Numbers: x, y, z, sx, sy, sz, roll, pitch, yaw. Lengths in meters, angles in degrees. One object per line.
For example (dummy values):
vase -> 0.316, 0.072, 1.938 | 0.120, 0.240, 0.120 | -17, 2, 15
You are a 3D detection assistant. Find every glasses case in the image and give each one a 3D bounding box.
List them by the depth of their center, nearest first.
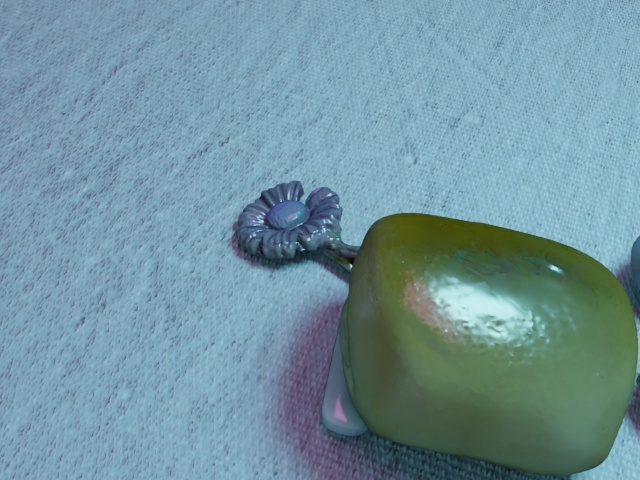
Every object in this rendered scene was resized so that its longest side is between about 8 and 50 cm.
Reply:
glasses case -> 0.048, 0.188, 1.246 | 0.074, 0.049, 0.193 | 12, 46, 2

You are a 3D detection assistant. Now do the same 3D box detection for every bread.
bread -> 0.213, 0.119, 1.154 | 0.376, 0.253, 0.348 | 14, 45, -2

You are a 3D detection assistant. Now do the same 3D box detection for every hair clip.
hair clip -> 0.002, -0.004, 1.410 | 0.300, 0.069, 0.173 | 28, 52, 21

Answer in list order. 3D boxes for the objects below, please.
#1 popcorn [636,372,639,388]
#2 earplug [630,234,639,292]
popcorn -> 0.546, 0.208, 1.207 | 0.195, 0.174, 0.168 | 32, 30, 35
earplug -> 0.640, 0.059, 1.343 | 0.325, 0.175, 0.214 | 21, 45, 3
